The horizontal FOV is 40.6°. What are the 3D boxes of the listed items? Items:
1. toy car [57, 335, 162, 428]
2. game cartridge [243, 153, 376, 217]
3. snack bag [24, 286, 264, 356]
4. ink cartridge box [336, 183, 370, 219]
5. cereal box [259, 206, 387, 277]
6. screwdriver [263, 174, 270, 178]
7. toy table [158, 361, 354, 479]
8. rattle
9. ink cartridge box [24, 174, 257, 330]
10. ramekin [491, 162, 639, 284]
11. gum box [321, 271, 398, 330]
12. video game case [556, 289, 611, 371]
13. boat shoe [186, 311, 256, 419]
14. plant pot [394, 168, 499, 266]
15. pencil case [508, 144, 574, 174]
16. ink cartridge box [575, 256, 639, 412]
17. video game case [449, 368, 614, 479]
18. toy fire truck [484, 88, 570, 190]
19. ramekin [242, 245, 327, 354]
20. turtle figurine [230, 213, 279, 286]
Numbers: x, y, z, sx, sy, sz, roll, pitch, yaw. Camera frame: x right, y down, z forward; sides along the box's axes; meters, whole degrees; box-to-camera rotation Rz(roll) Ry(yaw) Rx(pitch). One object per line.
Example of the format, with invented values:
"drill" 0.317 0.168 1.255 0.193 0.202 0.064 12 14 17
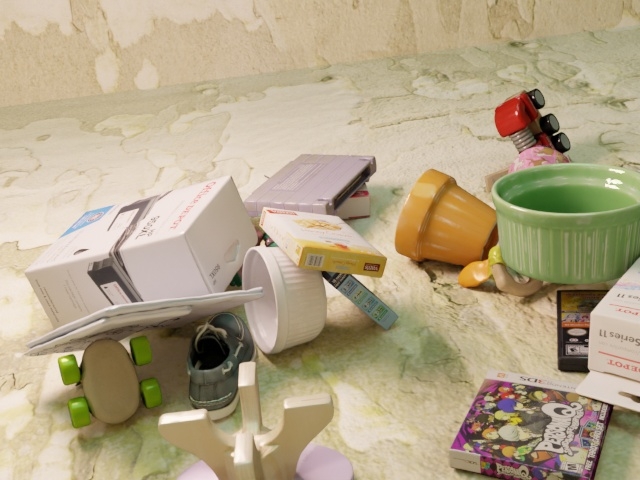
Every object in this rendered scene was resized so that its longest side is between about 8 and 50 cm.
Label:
"toy car" -0.388 0.253 1.564 0.155 0.149 0.188 -13 -3 -22
"game cartridge" -0.022 -0.137 2.192 0.230 0.068 0.355 0 24 25
"snack bag" -0.322 0.152 1.592 0.342 0.037 0.323 -5 -13 -44
"ink cartridge box" 0.068 -0.112 2.264 0.109 0.063 0.150 -6 24 -1
"cereal box" 0.000 0.000 1.649 0.173 0.047 0.240 7 17 -25
"screwdriver" -0.124 -0.169 2.490 0.025 0.024 0.170 15 7 -27
"toy table" -0.095 0.312 1.283 0.274 0.161 0.252 -12 25 -10
"rattle" 0.417 0.075 1.824 0.199 0.143 0.130 -4 53 -33
"ink cartridge box" -0.370 0.026 1.836 0.395 0.166 0.285 -12 24 21
"ramekin" 0.482 -0.034 1.661 0.303 0.148 0.303 -5 22 2
"gum box" 0.053 0.087 1.719 0.041 0.184 0.157 -50 32 1
"video game case" 0.576 0.164 1.589 0.275 0.035 0.248 0 26 15
"boat shoe" -0.187 0.203 1.606 0.116 0.099 0.319 -6 24 4
"plant pot" 0.293 -0.032 1.908 0.188 0.205 0.205 23 35 22
"pencil case" 0.540 -0.090 2.003 0.160 0.167 0.386 26 24 -9
"ink cartridge box" 0.581 0.147 1.436 0.207 0.119 0.353 13 30 35
"video game case" 0.336 0.293 1.358 0.210 0.042 0.232 6 28 26
"toy fire truck" 0.526 -0.255 2.314 0.158 0.217 0.246 -23 15 41
"ramekin" -0.068 0.109 1.667 0.109 0.207 0.207 -7 24 -22
"turtle figurine" -0.164 0.008 2.010 0.175 0.118 0.234 3 34 37
